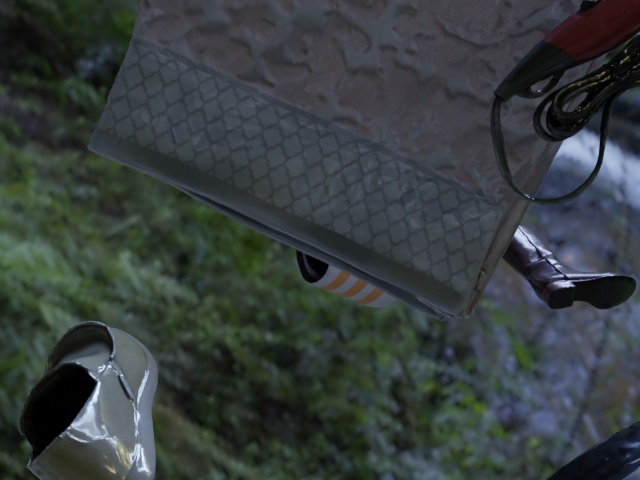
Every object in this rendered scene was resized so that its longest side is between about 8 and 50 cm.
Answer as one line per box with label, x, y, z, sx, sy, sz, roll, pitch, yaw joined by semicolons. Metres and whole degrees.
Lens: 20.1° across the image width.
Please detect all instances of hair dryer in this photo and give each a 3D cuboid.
hair dryer;0.228;-0.166;1.179;0.223;0.294;0.080;1;5;-32

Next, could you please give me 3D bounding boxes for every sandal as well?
sandal;-0.004;-0.004;1.657;0.076;0.265;0.102;-51;24;4

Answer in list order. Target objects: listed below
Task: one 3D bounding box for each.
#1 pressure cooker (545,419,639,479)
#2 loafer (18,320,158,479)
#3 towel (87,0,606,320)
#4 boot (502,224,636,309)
pressure cooker;0.301;0.355;1.164;0.375;0.420;0.370;6;-57;-48
loafer;-0.192;0.131;1.472;0.102;0.092;0.268;-44;25;8
towel;0.027;-0.140;1.318;0.053;0.332;0.317;-50;-15;-74
boot;0.219;0.019;1.657;0.106;0.037;0.114;0;30;-30
